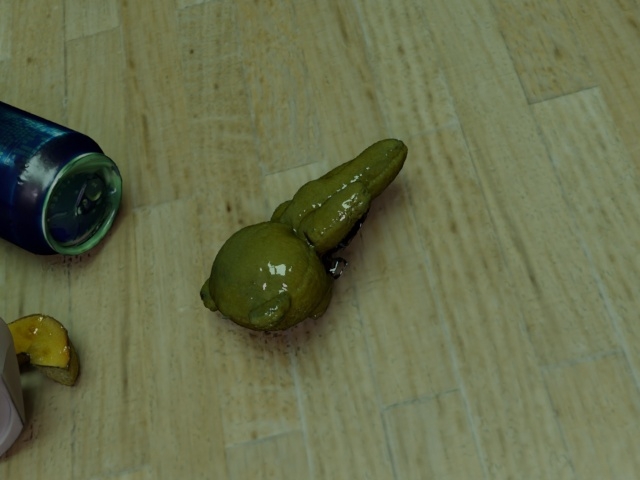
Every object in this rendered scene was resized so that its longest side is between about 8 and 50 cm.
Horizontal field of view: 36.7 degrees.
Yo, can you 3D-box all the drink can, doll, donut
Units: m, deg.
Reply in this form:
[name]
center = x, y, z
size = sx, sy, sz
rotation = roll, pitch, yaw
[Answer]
[drink can]
center = -0.286, -0.064, 0.876
size = 0.205, 0.118, 0.118
rotation = 23, 66, 26
[doll]
center = 0.000, 0.000, 0.784
size = 0.209, 0.097, 0.137
rotation = -43, 20, -22
[donut]
center = -0.242, 0.098, 0.809
size = 0.083, 0.038, 0.067
rotation = -23, 58, 5

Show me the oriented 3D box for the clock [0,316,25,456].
[clock]
center = -0.325, 0.120, 0.719
size = 0.197, 0.197, 0.068
rotation = -24, 55, -2
